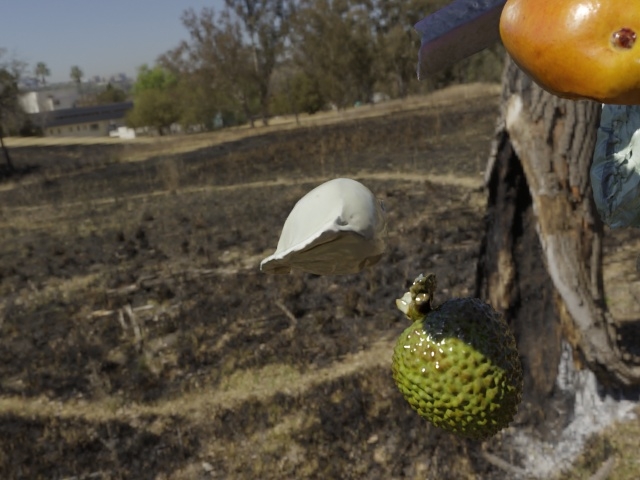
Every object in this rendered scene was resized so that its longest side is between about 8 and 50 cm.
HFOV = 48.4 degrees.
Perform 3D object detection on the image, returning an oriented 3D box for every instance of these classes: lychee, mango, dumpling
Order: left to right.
[{"bbox_3d":[0.000,0.000,0.961,0.179,0.132,0.252,-26,6,18],"label":"dumpling"},{"bbox_3d":[0.267,0.238,1.420,0.270,0.320,0.270,-43,4,4],"label":"lychee"},{"bbox_3d":[0.224,-0.171,0.593,0.141,0.102,0.217,5,18,-11],"label":"mango"}]

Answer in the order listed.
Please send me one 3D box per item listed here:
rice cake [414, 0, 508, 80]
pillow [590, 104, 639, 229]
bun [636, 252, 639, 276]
[{"bbox_3d":[0.271,-0.315,0.880,0.364,0.056,0.072,-28,-35,13],"label":"rice cake"},{"bbox_3d":[0.505,-0.160,1.035,0.283,0.310,0.138,6,0,-31],"label":"pillow"},{"bbox_3d":[0.543,0.023,0.983,0.193,0.178,0.128,-31,40,33],"label":"bun"}]
